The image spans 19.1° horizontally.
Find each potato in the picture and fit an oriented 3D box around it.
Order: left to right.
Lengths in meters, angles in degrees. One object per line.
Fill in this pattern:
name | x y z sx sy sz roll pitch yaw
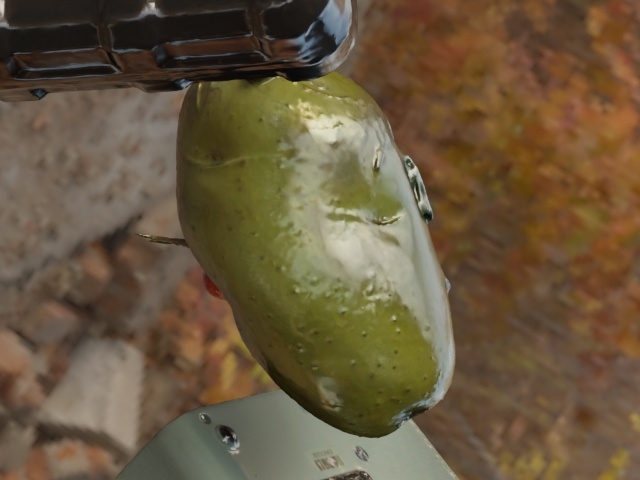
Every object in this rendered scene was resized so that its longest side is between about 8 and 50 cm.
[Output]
potato | 0.000 0.000 1.162 0.143 0.248 0.169 -27 176 21

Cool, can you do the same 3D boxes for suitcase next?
suitcase | -0.091 -0.194 0.711 0.066 0.206 0.286 55 32 -74

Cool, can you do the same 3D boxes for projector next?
projector | 0.006 0.201 1.274 0.108 0.198 0.250 -48 158 25

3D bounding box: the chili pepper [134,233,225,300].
chili pepper | -0.057 0.011 1.541 0.086 0.192 0.084 72 29 -78
